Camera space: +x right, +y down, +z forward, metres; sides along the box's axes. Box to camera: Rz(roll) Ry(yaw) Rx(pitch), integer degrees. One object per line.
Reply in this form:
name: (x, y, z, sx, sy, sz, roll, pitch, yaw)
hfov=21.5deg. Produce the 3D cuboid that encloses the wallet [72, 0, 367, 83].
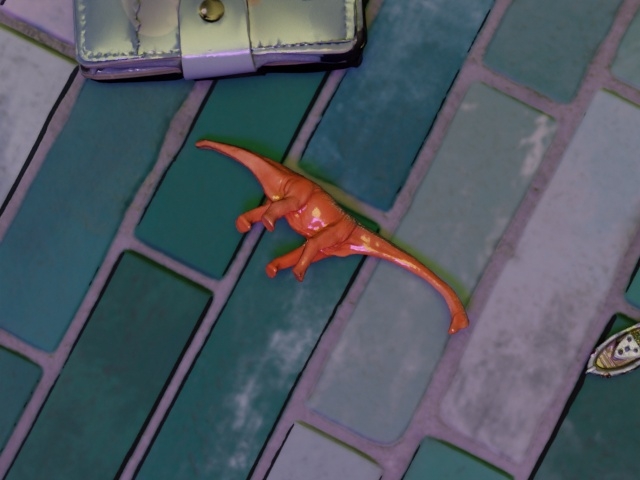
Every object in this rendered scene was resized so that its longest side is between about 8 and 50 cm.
wallet: (-0.088, -0.224, 1.447, 0.250, 0.075, 0.176, -4, 78, 1)

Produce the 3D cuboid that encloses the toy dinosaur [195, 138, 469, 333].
toy dinosaur: (0.001, -0.002, 1.425, 0.279, 0.055, 0.101, 45, 64, 8)

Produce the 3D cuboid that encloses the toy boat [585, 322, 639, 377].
toy boat: (0.259, 0.092, 1.416, 0.083, 0.038, 0.038, -29, 84, -2)
